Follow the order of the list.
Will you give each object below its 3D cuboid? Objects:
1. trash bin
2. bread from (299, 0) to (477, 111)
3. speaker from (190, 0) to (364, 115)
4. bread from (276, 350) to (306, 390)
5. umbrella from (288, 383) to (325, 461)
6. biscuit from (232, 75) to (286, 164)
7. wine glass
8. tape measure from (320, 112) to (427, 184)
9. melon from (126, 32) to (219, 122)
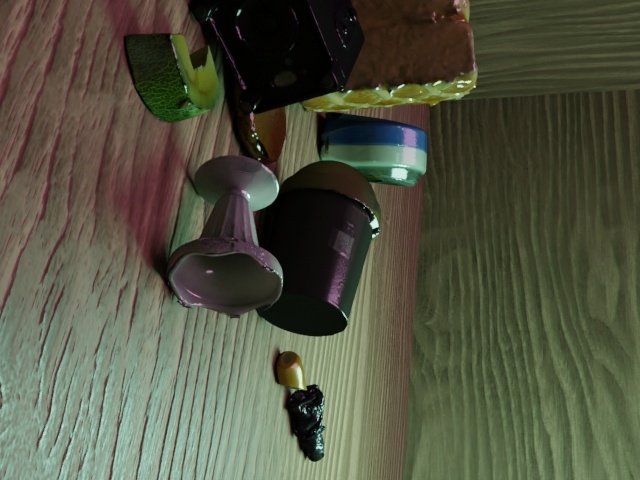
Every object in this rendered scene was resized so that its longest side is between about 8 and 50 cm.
[{"bbox_3d":[0.000,0.000,1.588,0.214,0.214,0.333,67,31,-56],"label":"trash bin"},{"bbox_3d":[0.123,-0.412,1.713,0.390,0.371,0.279,-24,111,-83],"label":"bread"},{"bbox_3d":[-0.057,-0.365,1.354,0.232,0.184,0.254,64,25,-27],"label":"speaker"},{"bbox_3d":[-0.057,0.274,1.659,0.062,0.049,0.103,-65,148,-60],"label":"bread"},{"bbox_3d":[-0.020,0.403,1.768,0.071,0.080,0.224,53,-22,42],"label":"umbrella"},{"bbox_3d":[-0.109,-0.244,1.505,0.226,0.042,0.225,-3,90,-75],"label":"biscuit"},{"bbox_3d":[-0.129,-0.012,1.192,0.165,0.165,0.196,69,20,-53],"label":"wine glass"},{"bbox_3d":[0.136,-0.219,2.073,0.259,0.262,0.138,7,92,-75],"label":"tape measure"},{"bbox_3d":[-0.192,-0.225,1.147,0.209,0.064,0.118,-40,122,-75],"label":"melon"}]
